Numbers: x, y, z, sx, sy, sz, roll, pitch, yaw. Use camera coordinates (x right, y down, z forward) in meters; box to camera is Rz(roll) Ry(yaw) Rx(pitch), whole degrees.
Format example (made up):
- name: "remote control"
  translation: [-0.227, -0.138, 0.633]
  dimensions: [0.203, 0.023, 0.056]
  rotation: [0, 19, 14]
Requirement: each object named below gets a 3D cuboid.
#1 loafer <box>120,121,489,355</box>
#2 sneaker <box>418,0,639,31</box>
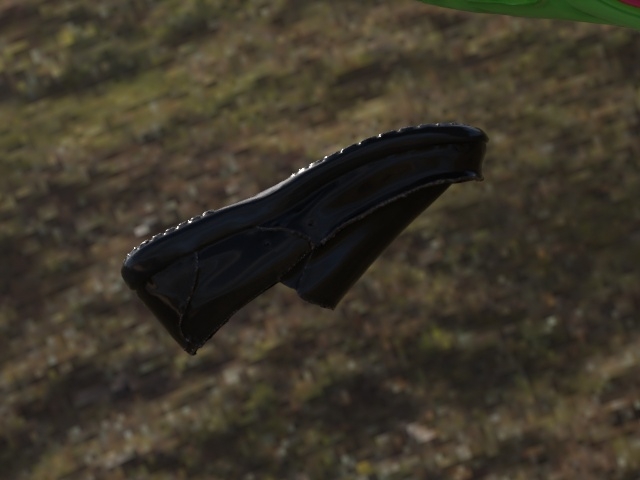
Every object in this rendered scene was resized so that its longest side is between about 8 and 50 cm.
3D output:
- name: "loafer"
  translation: [0.000, 0.000, 1.121]
  dimensions: [0.220, 0.078, 0.080]
  rotation: [-24, -3, 6]
- name: "sneaker"
  translation: [0.144, -0.196, 1.004]
  dimensions: [0.482, 0.185, 0.202]
  rotation: [25, 22, 16]
